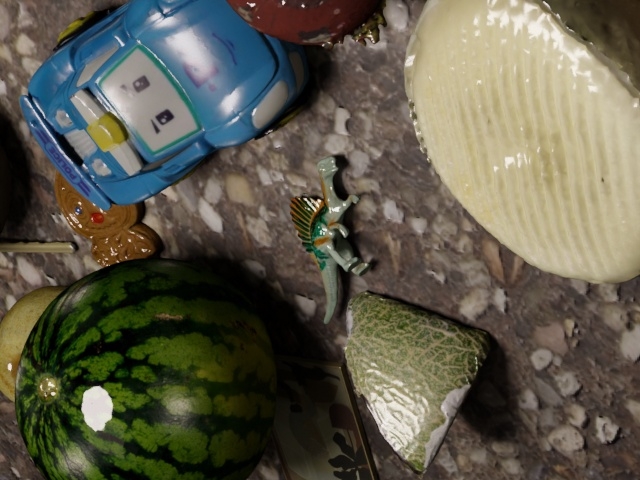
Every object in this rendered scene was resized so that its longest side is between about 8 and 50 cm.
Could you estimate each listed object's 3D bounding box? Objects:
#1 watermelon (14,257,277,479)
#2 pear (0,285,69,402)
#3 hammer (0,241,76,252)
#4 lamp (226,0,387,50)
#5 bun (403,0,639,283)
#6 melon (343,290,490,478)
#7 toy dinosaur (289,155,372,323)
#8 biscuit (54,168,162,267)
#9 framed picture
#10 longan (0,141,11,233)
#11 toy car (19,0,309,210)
[{"bbox_3d":[-0.181,0.157,1.486,0.285,0.285,0.285,20,131,25],"label":"watermelon"},{"bbox_3d":[-0.311,0.134,1.677,0.167,0.136,0.167,21,130,28],"label":"pear"},{"bbox_3d":[-0.378,0.012,1.701,0.195,0.060,0.028,-1,120,33],"label":"hammer"},{"bbox_3d":[-0.015,-0.243,1.179,0.156,0.135,0.157,7,101,-2],"label":"lamp"},{"bbox_3d":[0.199,-0.106,1.101,0.287,0.146,0.287,35,145,30],"label":"bun"},{"bbox_3d":[0.109,0.126,1.399,0.139,0.093,0.202,-30,70,20],"label":"melon"},{"bbox_3d":[0.003,-0.001,1.409,0.106,0.044,0.187,50,151,15],"label":"toy dinosaur"},{"bbox_3d":[-0.239,-0.020,1.587,0.124,0.026,0.175,-15,110,44],"label":"biscuit"},{"bbox_3d":[-0.006,0.217,1.593,0.136,0.010,0.201,4,122,35],"label":"framed picture"},{"bbox_3d":[-0.448,-0.063,1.599,0.196,0.196,0.220,22,129,24],"label":"longan"},{"bbox_3d":[-0.156,-0.145,1.336,0.314,0.166,0.198,-23,109,44],"label":"toy car"}]
